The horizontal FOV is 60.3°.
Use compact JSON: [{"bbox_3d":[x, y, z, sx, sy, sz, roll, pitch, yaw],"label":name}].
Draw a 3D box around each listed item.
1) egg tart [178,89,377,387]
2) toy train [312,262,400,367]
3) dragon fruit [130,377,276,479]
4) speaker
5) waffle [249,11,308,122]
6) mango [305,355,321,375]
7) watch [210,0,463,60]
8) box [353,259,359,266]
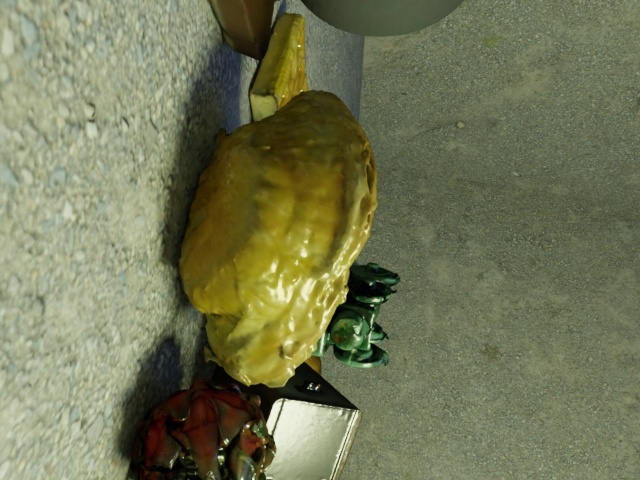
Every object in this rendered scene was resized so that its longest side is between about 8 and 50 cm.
[{"bbox_3d":[-0.079,-0.028,0.692,0.351,0.153,0.339,-57,-145,20],"label":"egg tart"},{"bbox_3d":[0.026,0.125,1.050,0.299,0.238,0.167,-42,141,-76],"label":"toy train"},{"bbox_3d":[-0.139,0.254,0.658,0.182,0.189,0.182,20,63,-45],"label":"dragon fruit"},{"bbox_3d":[-0.076,0.280,0.857,0.231,0.153,0.192,21,-88,61],"label":"speaker"},{"bbox_3d":[-0.071,-0.259,1.035,0.248,0.055,0.221,89,12,-56],"label":"waffle"},{"bbox_3d":[-0.085,0.396,1.569,0.316,0.146,0.192,117,-11,-60],"label":"mango"},{"bbox_3d":[0.051,-0.393,0.680,0.314,0.327,0.335,78,23,-73],"label":"watch"},{"bbox_3d":[0.000,0.000,1.323,0.285,0.044,0.142,53,-24,28],"label":"box"}]
